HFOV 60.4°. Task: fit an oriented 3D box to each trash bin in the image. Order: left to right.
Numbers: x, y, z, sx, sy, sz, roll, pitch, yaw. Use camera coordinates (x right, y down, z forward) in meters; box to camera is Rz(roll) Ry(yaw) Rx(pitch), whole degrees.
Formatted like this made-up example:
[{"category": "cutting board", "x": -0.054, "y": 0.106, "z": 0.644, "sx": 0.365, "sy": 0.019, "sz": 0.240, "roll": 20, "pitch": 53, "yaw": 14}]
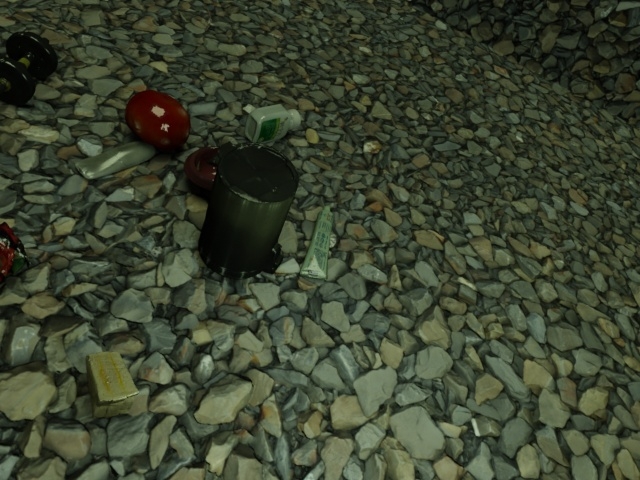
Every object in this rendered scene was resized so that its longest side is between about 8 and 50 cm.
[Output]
[{"category": "trash bin", "x": -0.182, "y": -0.069, "z": 1.381, "sx": 0.252, "sy": 0.301, "sz": 0.203, "roll": 31, "pitch": 46, "yaw": 5}]

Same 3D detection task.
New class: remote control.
[{"category": "remote control", "x": -0.567, "y": -0.235, "z": 1.542, "sx": 0.229, "sy": 0.044, "sz": 0.073, "roll": -30, "pitch": 70, "yaw": -39}]

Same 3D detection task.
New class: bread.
[{"category": "bread", "x": -0.428, "y": 0.275, "z": 1.119, "sx": 0.077, "sy": 0.105, "sz": 0.152, "roll": -3, "pitch": 53, "yaw": -33}]

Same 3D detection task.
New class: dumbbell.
[{"category": "dumbbell", "x": -0.860, "y": -0.495, "z": 1.576, "sx": 0.143, "sy": 0.143, "sz": 0.325, "roll": 17, "pitch": 47, "yaw": -8}]

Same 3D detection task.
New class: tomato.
[{"category": "tomato", "x": -0.469, "y": -0.354, "z": 1.603, "sx": 0.195, "sy": 0.136, "sz": 0.195, "roll": 28, "pitch": 20, "yaw": -11}]

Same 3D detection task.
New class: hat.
[{"category": "hat", "x": -0.290, "y": -0.190, "z": 1.589, "sx": 0.206, "sy": 0.089, "sz": 0.205, "roll": 9, "pitch": 45, "yaw": -10}]

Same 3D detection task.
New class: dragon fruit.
[{"category": "dragon fruit", "x": -0.734, "y": 0.032, "z": 1.159, "sx": 0.182, "sy": 0.182, "sz": 0.189, "roll": 40, "pitch": 47, "yaw": 13}]

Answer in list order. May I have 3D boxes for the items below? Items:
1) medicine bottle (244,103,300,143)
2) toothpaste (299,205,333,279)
[{"category": "medicine bottle", "x": -0.154, "y": -0.381, "z": 1.788, "sx": 0.183, "sy": 0.119, "sz": 0.069, "roll": -24, "pitch": 60, "yaw": -38}, {"category": "toothpaste", "x": 0.001, "y": 0.001, "z": 1.575, "sx": 0.069, "sy": 0.047, "sz": 0.268, "roll": 31, "pitch": 46, "yaw": -22}]
